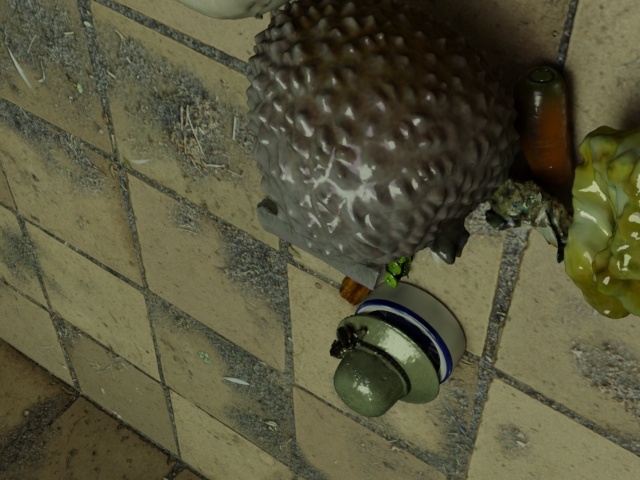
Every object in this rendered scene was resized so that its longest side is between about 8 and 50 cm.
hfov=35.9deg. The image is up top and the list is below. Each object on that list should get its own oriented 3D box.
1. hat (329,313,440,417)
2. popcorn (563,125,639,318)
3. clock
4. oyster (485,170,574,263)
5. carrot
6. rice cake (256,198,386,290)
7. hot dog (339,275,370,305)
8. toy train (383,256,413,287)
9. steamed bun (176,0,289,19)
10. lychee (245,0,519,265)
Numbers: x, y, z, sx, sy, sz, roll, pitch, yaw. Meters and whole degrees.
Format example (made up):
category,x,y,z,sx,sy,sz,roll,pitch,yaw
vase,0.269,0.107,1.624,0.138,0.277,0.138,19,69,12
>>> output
category,x,y,z,sx,sy,sz,roll,pitch,yaw
hat,0.104,0.283,2.014,0.257,0.130,0.257,27,144,22
popcorn,0.484,-0.026,1.307,0.334,0.292,0.294,141,119,-75
clock,0.181,0.191,2.017,0.230,0.083,0.230,26,143,22
oyster,0.314,-0.048,1.521,0.198,0.092,0.259,34,-169,-3
carrot,0.324,-0.164,1.443,0.087,0.087,0.193,19,143,32
rice cake,0.000,0.000,1.960,0.365,0.056,0.073,27,140,40
hot dog,0.080,0.086,2.039,0.062,0.038,0.144,41,146,7
toy train,0.147,-0.002,1.850,0.085,0.053,0.250,39,148,17
steamed bun,-0.120,-0.505,1.368,0.374,0.241,0.374,33,148,24
lychee,0.081,-0.155,1.387,0.432,0.380,0.380,58,146,-4
